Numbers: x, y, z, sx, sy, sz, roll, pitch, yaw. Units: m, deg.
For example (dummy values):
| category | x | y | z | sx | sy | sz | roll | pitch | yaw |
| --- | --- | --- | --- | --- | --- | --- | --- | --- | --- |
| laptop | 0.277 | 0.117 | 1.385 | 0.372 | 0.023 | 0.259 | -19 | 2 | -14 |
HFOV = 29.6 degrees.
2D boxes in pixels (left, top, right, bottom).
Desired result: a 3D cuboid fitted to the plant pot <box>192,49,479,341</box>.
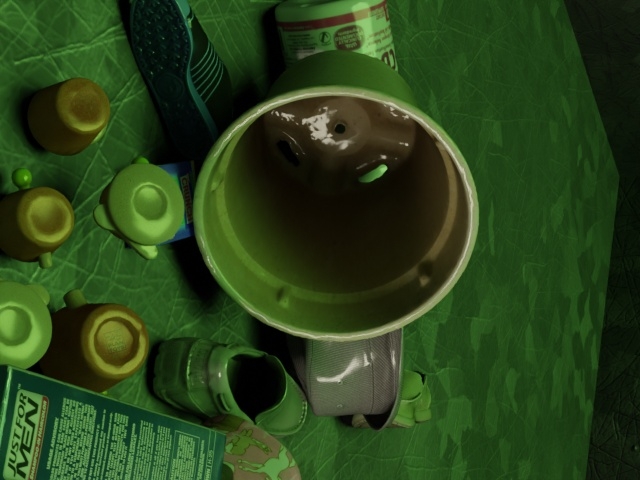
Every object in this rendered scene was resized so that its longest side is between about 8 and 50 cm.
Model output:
| category | x | y | z | sx | sy | sz | roll | pitch | yaw |
| --- | --- | --- | --- | --- | --- | --- | --- | --- | --- |
| plant pot | 0.023 | -0.094 | 1.543 | 0.305 | 0.334 | 0.334 | -85 | 161 | -62 |

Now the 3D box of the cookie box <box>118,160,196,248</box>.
| category | x | y | z | sx | sy | sz | roll | pitch | yaw |
| --- | --- | --- | --- | --- | --- | --- | --- | --- | --- |
| cookie box | -0.185 | -0.043 | 1.410 | 0.107 | 0.040 | 0.092 | -21 | 107 | -64 |

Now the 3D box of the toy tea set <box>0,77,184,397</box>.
| category | x | y | z | sx | sy | sz | roll | pitch | yaw |
| --- | --- | --- | --- | --- | --- | --- | --- | --- | --- |
| toy tea set | -0.255 | 0.005 | 1.223 | 0.200 | 0.124 | 0.336 | 24 | 66 | -29 |

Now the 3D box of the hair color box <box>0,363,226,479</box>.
| category | x | y | z | sx | sy | sz | roll | pitch | yaw |
| --- | --- | --- | --- | --- | --- | --- | --- | --- | --- |
| hair color box | -0.248 | 0.194 | 1.106 | 0.347 | 0.174 | 0.105 | 35 | 58 | -59 |

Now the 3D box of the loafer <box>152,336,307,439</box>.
| category | x | y | z | sx | sy | sz | roll | pitch | yaw |
| --- | --- | --- | --- | --- | --- | --- | --- | --- | --- |
| loafer | -0.087 | 0.192 | 1.513 | 0.319 | 0.111 | 0.112 | 31 | 61 | -60 |

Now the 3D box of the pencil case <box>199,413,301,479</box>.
| category | x | y | z | sx | sy | sz | roll | pitch | yaw |
| --- | --- | --- | --- | --- | --- | --- | --- | --- | --- |
| pencil case | -0.157 | 0.357 | 1.309 | 0.167 | 0.160 | 0.386 | 48 | 35 | -6 |

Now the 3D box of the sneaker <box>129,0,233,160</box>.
| category | x | y | z | sx | sy | sz | roll | pitch | yaw |
| --- | --- | --- | --- | --- | --- | --- | --- | --- | --- |
| sneaker | -0.160 | -0.213 | 1.442 | 0.090 | 0.081 | 0.232 | -64 | 150 | -49 |

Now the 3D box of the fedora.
| category | x | y | z | sx | sy | sz | roll | pitch | yaw |
| --- | --- | --- | --- | --- | --- | --- | --- | --- | --- |
| fedora | 0.024 | 0.142 | 1.667 | 0.275 | 0.124 | 0.243 | 95 | -19 | -47 |

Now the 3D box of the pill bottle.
| category | x | y | z | sx | sy | sz | roll | pitch | yaw |
| --- | --- | --- | --- | --- | --- | --- | --- | --- | --- |
| pill bottle | 0.038 | -0.214 | 1.750 | 0.160 | 0.160 | 0.283 | -45 | 128 | -57 |

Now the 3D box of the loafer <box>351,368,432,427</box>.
| category | x | y | z | sx | sy | sz | roll | pitch | yaw |
| --- | --- | --- | --- | --- | --- | --- | --- | --- | --- |
| loafer | 0.115 | 0.254 | 1.957 | 0.268 | 0.102 | 0.092 | 15 | 73 | -73 |
